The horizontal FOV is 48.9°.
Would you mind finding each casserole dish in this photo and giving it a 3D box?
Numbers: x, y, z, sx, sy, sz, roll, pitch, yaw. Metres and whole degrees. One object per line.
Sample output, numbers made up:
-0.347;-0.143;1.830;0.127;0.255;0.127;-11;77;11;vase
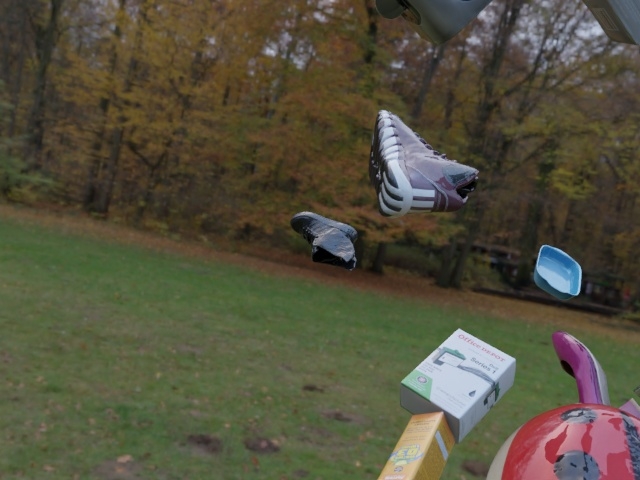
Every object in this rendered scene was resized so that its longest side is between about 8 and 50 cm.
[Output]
0.560;0.080;1.675;0.114;0.037;0.188;31;33;5;casserole dish

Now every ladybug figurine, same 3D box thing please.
0.347;0.356;0.816;0.305;0.162;0.449;11;37;-5;ladybug figurine

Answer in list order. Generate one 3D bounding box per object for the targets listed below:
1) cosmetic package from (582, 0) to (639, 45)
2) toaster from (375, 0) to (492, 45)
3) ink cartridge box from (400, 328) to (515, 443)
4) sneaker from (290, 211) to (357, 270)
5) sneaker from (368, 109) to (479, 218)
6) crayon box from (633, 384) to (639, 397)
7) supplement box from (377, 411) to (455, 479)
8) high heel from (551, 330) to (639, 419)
0.484;-0.372;0.937;0.107;0.238;0.127;49;14;-10;cosmetic package
0.082;-0.246;0.464;0.168;0.185;0.110;43;19;-17;toaster
0.305;0.315;1.558;0.160;0.093;0.219;27;49;35;ink cartridge box
0.000;0.002;1.293;0.170;0.089;0.051;15;-43;28;sneaker
0.169;-0.117;1.144;0.162;0.106;0.281;6;36;-5;sneaker
0.873;0.438;1.604;0.318;0.081;0.202;52;2;23;crayon box
0.190;0.431;1.376;0.078;0.080;0.233;-15;14;29;supplement box
0.581;0.355;1.607;0.127;0.181;0.377;49;8;-25;high heel
